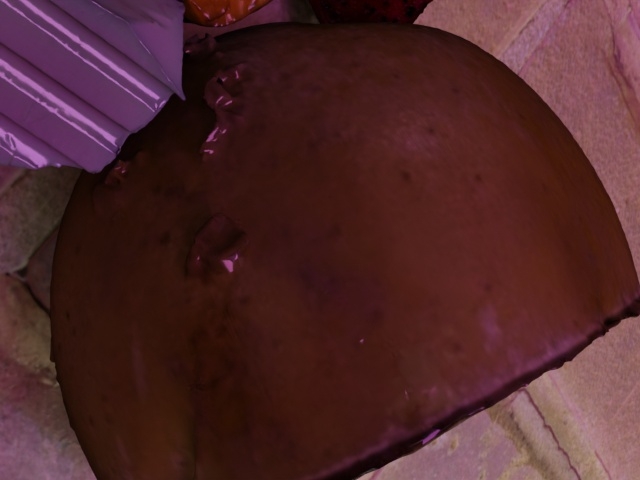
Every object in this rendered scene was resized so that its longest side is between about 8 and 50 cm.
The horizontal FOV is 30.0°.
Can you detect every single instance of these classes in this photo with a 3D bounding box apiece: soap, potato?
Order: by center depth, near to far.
[{"bbox_3d":[-0.202,-0.139,0.716,0.230,0.091,0.145,35,120,-27],"label":"soap"},{"bbox_3d":[0.000,0.000,0.897,0.442,0.385,0.319,-18,83,-47],"label":"potato"}]

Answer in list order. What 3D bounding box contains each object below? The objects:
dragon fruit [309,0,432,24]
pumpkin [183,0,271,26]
[{"bbox_3d":[0.033,-0.246,0.990,0.127,0.120,0.161,-38,111,27],"label":"dragon fruit"},{"bbox_3d":[-0.140,-0.230,0.786,0.280,0.139,0.190,-15,115,-37],"label":"pumpkin"}]
